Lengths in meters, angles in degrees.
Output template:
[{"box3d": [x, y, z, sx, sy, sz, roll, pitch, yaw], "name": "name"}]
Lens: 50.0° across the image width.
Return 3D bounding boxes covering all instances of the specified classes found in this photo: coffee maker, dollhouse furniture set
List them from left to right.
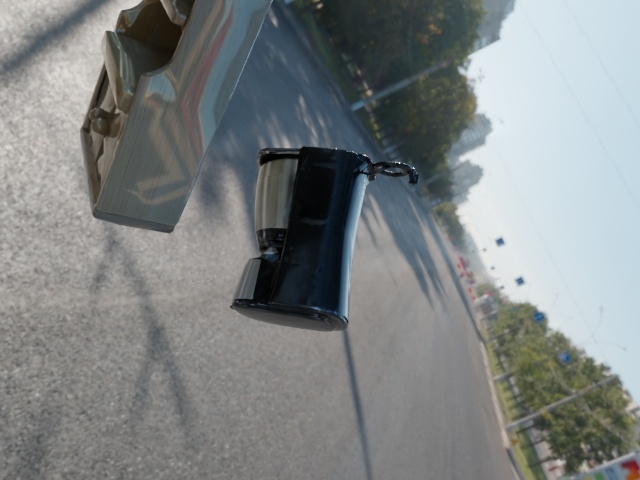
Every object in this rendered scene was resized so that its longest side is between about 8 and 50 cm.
[{"box3d": [-0.259, -0.184, 0.484, 0.394, 0.256, 0.362, 13, 29, -31], "name": "dollhouse furniture set"}, {"box3d": [0.000, 0.000, 0.720, 0.120, 0.171, 0.178, 29, 63, -52], "name": "coffee maker"}]
